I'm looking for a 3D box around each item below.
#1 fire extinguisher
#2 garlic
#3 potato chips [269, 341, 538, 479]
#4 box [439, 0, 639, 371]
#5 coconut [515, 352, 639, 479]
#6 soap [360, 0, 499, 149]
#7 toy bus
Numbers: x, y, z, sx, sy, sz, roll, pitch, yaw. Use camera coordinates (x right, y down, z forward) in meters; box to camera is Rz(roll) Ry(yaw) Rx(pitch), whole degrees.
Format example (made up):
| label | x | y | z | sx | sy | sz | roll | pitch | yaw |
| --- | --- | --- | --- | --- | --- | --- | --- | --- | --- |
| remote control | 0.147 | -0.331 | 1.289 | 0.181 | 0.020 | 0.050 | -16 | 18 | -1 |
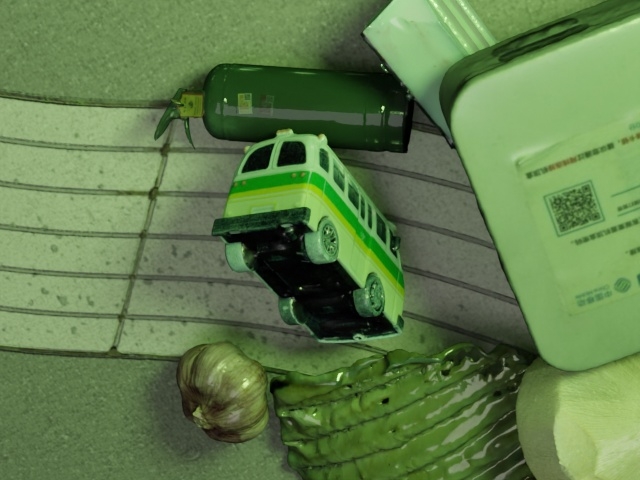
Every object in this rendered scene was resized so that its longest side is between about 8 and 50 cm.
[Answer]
| label | x | y | z | sx | sy | sz | roll | pitch | yaw |
| --- | --- | --- | --- | --- | --- | --- | --- | --- | --- |
| fire extinguisher | -0.044 | -0.156 | 1.852 | 0.311 | 0.095 | 0.114 | 6 | 92 | 10 |
| garlic | -0.133 | 0.205 | 2.044 | 0.147 | 0.102 | 0.159 | 52 | 149 | 3 |
| potato chips | 0.128 | 0.278 | 2.047 | 0.389 | 0.097 | 0.373 | -7 | 121 | 15 |
| box | 0.368 | -0.076 | 1.679 | 0.396 | 0.111 | 0.396 | -20 | 116 | 8 |
| coconut | 0.371 | 0.214 | 1.853 | 0.237 | 0.266 | 0.237 | 2 | 85 | -21 |
| soap | 0.148 | -0.203 | 1.759 | 0.091 | 0.145 | 0.230 | -34 | 104 | 26 |
| toy bus | 0.000 | 0.000 | 1.849 | 0.134 | 0.164 | 0.276 | -6 | 147 | 27 |
